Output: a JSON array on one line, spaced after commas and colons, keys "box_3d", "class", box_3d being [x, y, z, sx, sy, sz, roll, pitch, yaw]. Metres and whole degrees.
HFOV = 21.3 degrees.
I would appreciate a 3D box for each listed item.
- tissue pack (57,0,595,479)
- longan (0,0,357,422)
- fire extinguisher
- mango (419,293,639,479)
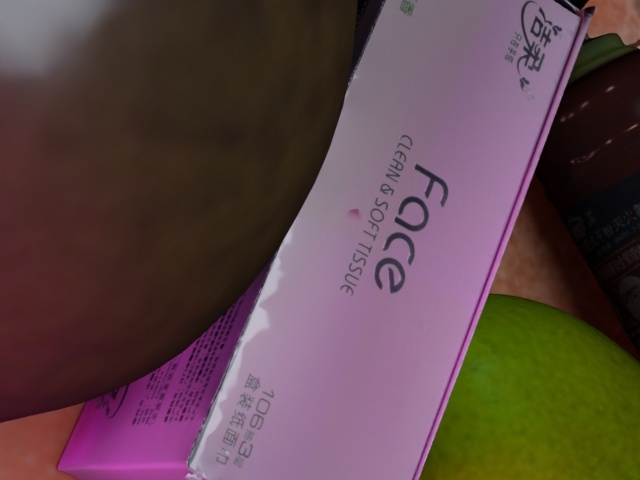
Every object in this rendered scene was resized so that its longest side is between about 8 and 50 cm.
[{"box_3d": [0.000, 0.000, 0.698, 0.092, 0.148, 0.246, 29, 71, -22], "class": "tissue pack"}, {"box_3d": [-0.138, -0.094, 0.550, 0.319, 0.319, 0.318, 5, 79, -27], "class": "longan"}, {"box_3d": [0.178, -0.008, 0.782, 0.102, 0.138, 0.344, -26, 82, -17], "class": "fire extinguisher"}, {"box_3d": [0.111, 0.156, 0.729, 0.185, 0.149, 0.273, 2, 76, -26], "class": "mango"}]
